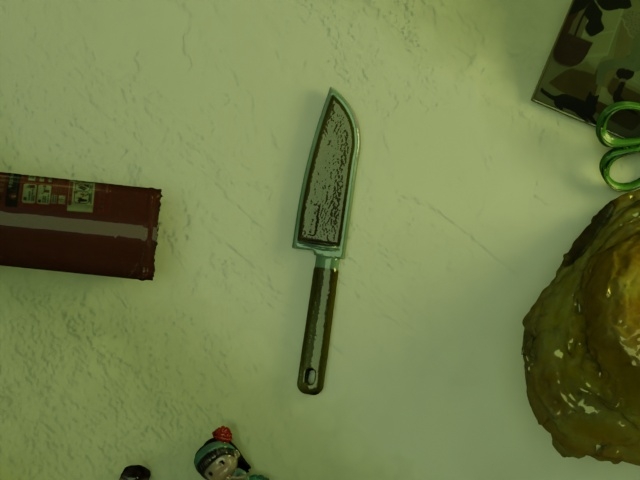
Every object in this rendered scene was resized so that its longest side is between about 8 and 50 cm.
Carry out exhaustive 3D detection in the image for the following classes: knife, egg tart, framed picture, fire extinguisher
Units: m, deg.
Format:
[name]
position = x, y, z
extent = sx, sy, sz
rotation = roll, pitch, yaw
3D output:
[knife]
position = -0.001, 0.000, 1.953
extent = 0.061, 0.027, 0.343
rotation = 9, 89, 10
[egg tart]
position = 0.388, 0.068, 1.809
extent = 0.352, 0.153, 0.339
rotation = 9, 65, 12
[framed picture]
position = 0.326, -0.214, 1.893
extent = 0.136, 0.010, 0.201
rotation = 24, 116, 7
[fire extinguisher]
position = -0.341, -0.044, 1.921
extent = 0.337, 0.106, 0.147
rotation = 7, 86, -6

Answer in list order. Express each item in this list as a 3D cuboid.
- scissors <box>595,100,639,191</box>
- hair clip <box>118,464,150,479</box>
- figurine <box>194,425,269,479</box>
[scissors]
position = 0.402, -0.115, 1.905
extent = 0.204, 0.027, 0.101
rotation = -10, 116, 0
[hair clip]
position = -0.234, 0.414, 1.934
extent = 0.101, 0.085, 0.330
rotation = 25, 92, 8
[figurine]
position = -0.092, 0.259, 1.944
extent = 0.106, 0.047, 0.060
rotation = 46, 109, 2
